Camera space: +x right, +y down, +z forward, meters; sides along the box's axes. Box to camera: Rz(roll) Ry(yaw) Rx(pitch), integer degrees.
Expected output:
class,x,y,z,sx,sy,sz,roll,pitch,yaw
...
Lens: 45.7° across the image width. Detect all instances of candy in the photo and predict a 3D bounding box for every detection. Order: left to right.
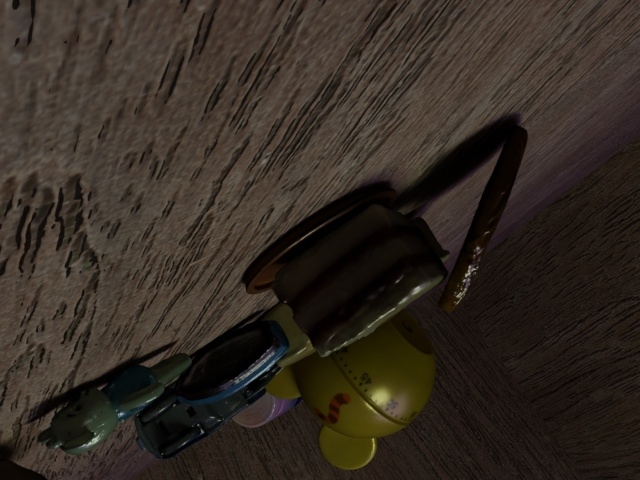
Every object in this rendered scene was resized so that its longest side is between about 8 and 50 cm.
class,x,y,z,sx,sy,sz,roll,pitch,yaw
candy,0.070,0.052,1.095,0.179,0.135,0.320,-36,172,12

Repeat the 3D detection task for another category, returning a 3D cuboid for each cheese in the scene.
class,x,y,z,sx,sy,sz,roll,pitch,yaw
cheese,0.091,0.082,1.453,0.384,0.104,0.384,-32,170,-6

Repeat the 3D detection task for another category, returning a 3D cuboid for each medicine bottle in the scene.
class,x,y,z,sx,sy,sz,roll,pitch,yaw
medicine bottle,-0.138,0.396,2.023,0.152,0.152,0.254,-37,169,17

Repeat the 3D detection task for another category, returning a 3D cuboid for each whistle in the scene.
class,x,y,z,sx,sy,sz,roll,pitch,yaw
whistle,-0.280,0.218,1.063,0.114,0.077,0.235,-5,-159,46

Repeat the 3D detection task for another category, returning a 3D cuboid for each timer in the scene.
class,x,y,z,sx,sy,sz,roll,pitch,yaw
timer,0.075,0.325,1.833,0.387,0.376,0.376,-43,167,16

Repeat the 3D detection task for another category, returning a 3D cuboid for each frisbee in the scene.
class,x,y,z,sx,sy,sz,roll,pitch,yaw
frisbee,0.000,0.000,1.059,0.251,0.021,0.251,-33,169,-7

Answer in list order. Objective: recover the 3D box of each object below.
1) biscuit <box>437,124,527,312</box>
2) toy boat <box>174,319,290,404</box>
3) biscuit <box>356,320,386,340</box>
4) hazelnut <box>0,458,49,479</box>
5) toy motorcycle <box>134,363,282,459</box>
class,x,y,z,sx,sy,sz,roll,pitch,yaw
biscuit,0.261,-0.031,1.212,0.318,0.040,0.318,23,90,-80
toy boat,-0.159,0.220,1.344,0.223,0.100,0.097,-32,155,0
biscuit,0.080,0.156,1.391,0.142,0.029,0.220,-40,167,33
hazelnut,-0.477,0.481,1.004,0.359,0.359,0.409,-33,165,-6
toy motorcycle,-0.215,0.307,1.530,0.358,0.125,0.212,-33,177,4
